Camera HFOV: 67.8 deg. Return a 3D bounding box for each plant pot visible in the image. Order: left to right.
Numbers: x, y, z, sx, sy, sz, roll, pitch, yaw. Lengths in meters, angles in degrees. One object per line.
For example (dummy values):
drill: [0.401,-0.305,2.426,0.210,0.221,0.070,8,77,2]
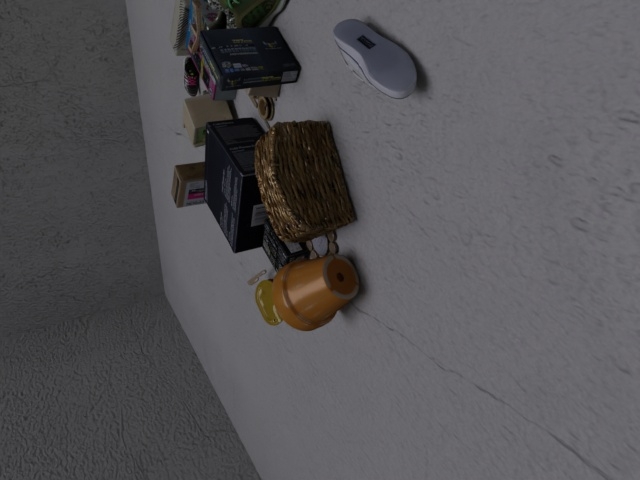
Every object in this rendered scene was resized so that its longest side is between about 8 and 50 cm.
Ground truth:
plant pot: [-0.178,-0.506,1.434,0.109,0.109,0.096,60,138,27]
plant pot: [0.000,0.130,1.322,0.188,0.205,0.205,-31,75,45]

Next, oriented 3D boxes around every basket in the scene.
basket: [-0.079,-0.145,1.284,0.223,0.213,0.299,-19,84,57]

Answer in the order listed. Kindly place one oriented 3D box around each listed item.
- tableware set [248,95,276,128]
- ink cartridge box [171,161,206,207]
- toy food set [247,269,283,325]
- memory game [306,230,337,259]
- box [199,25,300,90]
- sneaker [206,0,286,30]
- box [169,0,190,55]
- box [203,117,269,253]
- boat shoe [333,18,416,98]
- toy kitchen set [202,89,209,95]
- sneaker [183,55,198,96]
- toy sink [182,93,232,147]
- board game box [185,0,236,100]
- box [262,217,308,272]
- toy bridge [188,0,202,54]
tableware set: [-0.209,-0.473,1.566,0.194,0.039,0.128,60,148,27]
ink cartridge box: [-0.485,-0.236,1.971,0.088,0.234,0.193,64,150,22]
toy food set: [-0.181,0.216,1.817,0.128,0.071,0.218,-43,65,32]
memory game: [0.000,0.000,1.433,0.186,0.012,0.186,36,134,51]
box: [-0.197,-0.510,1.324,0.183,0.232,0.059,63,152,24]
sneaker: [-0.218,-0.680,1.336,0.410,0.182,0.158,-42,66,59]
box: [-0.515,-0.857,1.874,0.094,0.113,0.275,68,152,12]
box: [-0.266,-0.194,1.652,0.312,0.179,0.343,54,145,34]
boat shoe: [0.116,-0.365,0.992,0.258,0.095,0.084,61,177,32]
toy kitchen set: [-0.454,-0.602,1.922,0.075,0.068,0.083,55,145,34]
sneaker: [-0.563,-0.716,2.073,0.075,0.063,0.170,-152,59,-62]
toy sink: [-0.446,-0.459,1.866,0.131,0.152,0.234,69,159,4]
board game box: [-0.390,-0.699,1.734,0.303,0.097,0.224,63,148,24]
box: [-0.121,0.029,1.586,0.180,0.077,0.147,55,150,34]
toy bridge: [-0.436,-0.737,1.672,0.063,0.026,0.188,59,146,26]
